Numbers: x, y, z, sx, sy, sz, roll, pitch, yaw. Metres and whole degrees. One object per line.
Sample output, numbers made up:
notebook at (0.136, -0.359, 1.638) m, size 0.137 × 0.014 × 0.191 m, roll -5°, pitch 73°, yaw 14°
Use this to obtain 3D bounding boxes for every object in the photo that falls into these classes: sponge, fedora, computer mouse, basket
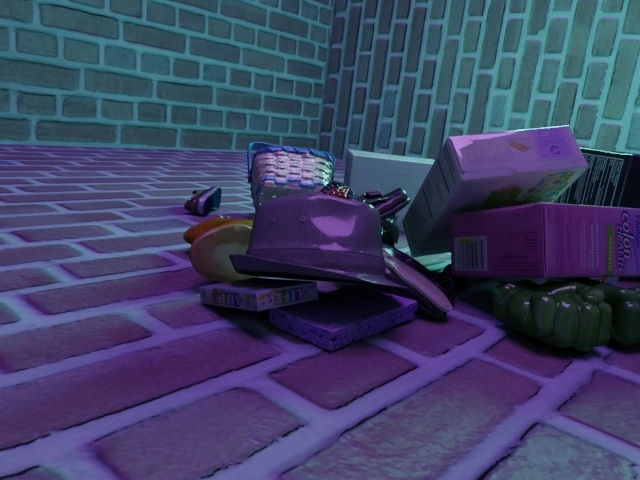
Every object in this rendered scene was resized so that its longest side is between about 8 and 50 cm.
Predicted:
sponge at (0.039, 0.106, 0.808) m, size 0.117 × 0.031 × 0.210 m, roll 15°, pitch 16°, yaw 39°
fedora at (0.000, 0.000, 0.821) m, size 0.275 × 0.124 × 0.243 m, roll 2°, pitch -7°, yaw 33°
computer mouse at (0.137, 0.043, 1.044) m, size 0.272 × 0.072 × 0.188 m, roll 12°, pitch 15°, yaw 22°
basket at (-0.084, -0.173, 1.497) m, size 0.254 × 0.201 × 0.289 m, roll 6°, pitch 44°, yaw -6°

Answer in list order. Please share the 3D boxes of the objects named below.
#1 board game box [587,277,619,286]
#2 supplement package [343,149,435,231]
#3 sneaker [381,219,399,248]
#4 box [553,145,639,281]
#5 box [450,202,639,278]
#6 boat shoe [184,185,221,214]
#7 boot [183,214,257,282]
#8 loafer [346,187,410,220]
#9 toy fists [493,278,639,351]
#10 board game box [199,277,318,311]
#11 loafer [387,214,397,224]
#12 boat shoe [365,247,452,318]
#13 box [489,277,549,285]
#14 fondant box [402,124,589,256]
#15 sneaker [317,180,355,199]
board game box at (0.560, 0.036, 1.228) m, size 0.194 × 0.060 × 0.194 m, roll 22°, pitch 5°, yaw -40°
supplement package at (0.200, -0.140, 1.568) m, size 0.261 × 0.204 × 0.145 m, roll 6°, pitch 15°, yaw -6°
sneaker at (0.123, -0.014, 1.185) m, size 0.051 × 0.089 × 0.170 m, roll -16°, pitch -24°, yaw 33°
box at (0.721, -0.078, 1.385) m, size 0.182 × 0.296 × 0.294 m, roll 5°, pitch 14°, yaw -12°
box at (0.390, 0.006, 0.955) m, size 0.242 × 0.117 × 0.213 m, roll 0°, pitch -2°, yaw -27°
boat shoe at (-0.320, -0.116, 1.496) m, size 0.066 × 0.066 × 0.183 m, roll 7°, pitch 13°, yaw 5°
boot at (-0.187, 0.008, 1.008) m, size 0.211 × 0.104 × 0.295 m, roll 8°, pitch 9°, yaw 33°
loafer at (0.055, -0.052, 1.113) m, size 0.267 × 0.084 × 0.096 m, roll -28°, pitch 6°, yaw -7°
toy fists at (0.419, 0.110, 0.857) m, size 0.279 × 0.096 × 0.142 m, roll 2°, pitch 14°, yaw -25°
board game box at (-0.092, 0.076, 0.790) m, size 0.103 × 0.026 × 0.154 m, roll -7°, pitch 3°, yaw -40°
loafer at (0.123, -0.023, 1.330) m, size 0.109 × 0.095 × 0.302 m, roll -36°, pitch -7°, yaw 25°
boat shoe at (0.118, 0.070, 0.929) m, size 0.233 × 0.079 × 0.084 m, roll 33°, pitch 14°, yaw 31°
box at (0.401, 0.057, 1.202) m, size 0.186 × 0.038 × 0.145 m, roll 16°, pitch 16°, yaw 31°
fondant box at (0.321, -0.084, 1.078) m, size 0.238 × 0.096 × 0.330 m, roll -7°, pitch -23°, yaw -10°
sneaker at (-0.021, -0.029, 1.249) m, size 0.104 × 0.125 × 0.262 m, roll 44°, pitch 50°, yaw 17°
